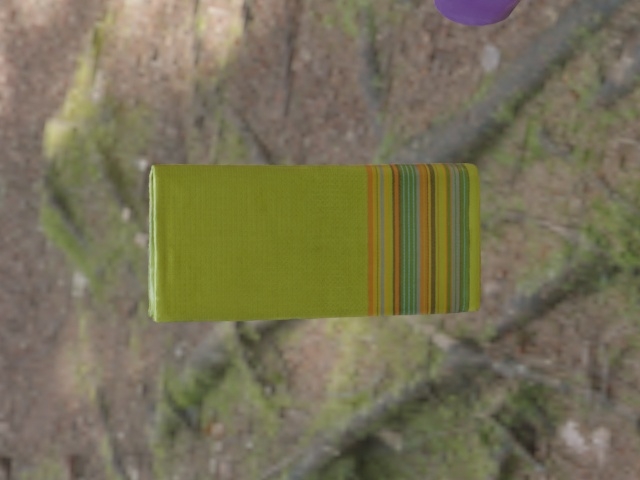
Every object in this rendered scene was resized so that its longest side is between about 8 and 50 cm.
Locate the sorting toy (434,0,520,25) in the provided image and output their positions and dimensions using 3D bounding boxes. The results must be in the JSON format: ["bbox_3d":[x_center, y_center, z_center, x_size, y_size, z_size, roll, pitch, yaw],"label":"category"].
[{"bbox_3d":[-0.031,-0.231,0.886,0.127,0.365,0.126,-38,46,44],"label":"sorting toy"}]

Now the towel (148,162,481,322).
[{"bbox_3d":[0.000,0.000,1.089,0.021,0.237,0.102,-177,87,-65],"label":"towel"}]
